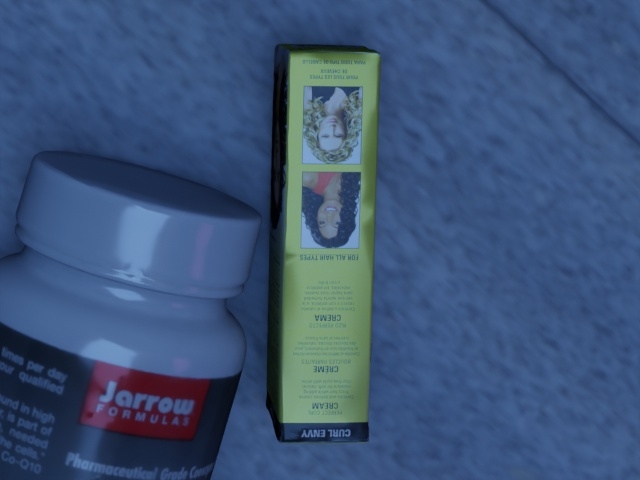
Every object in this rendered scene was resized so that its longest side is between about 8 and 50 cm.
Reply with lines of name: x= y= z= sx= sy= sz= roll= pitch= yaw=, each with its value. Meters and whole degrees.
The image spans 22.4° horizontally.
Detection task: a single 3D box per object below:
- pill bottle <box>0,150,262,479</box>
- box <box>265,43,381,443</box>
pill bottle: x=-0.136 y=0.102 z=0.939 sx=0.161 sy=0.161 sz=0.283 roll=15 pitch=98 yaw=-7
box: x=0.000 y=0.000 z=0.972 sx=0.058 sy=0.087 sz=0.232 roll=0 pitch=98 yaw=-7
